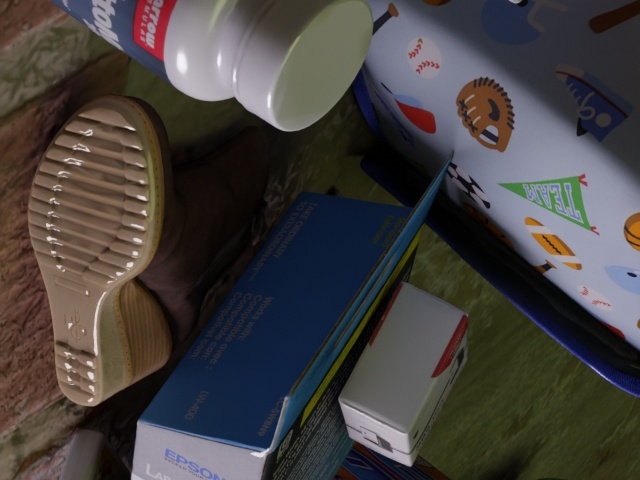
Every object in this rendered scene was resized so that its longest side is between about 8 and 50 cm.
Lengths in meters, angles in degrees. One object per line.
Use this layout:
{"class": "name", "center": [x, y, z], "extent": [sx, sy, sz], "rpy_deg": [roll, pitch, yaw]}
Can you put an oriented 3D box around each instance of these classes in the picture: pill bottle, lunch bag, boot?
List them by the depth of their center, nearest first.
{"class": "pill bottle", "center": [-0.065, -0.138, 1.045], "extent": [0.108, 0.180, 0.108], "rpy_deg": [-41, 152, -28]}
{"class": "boot", "center": [-0.100, -0.030, 1.277], "extent": [0.207, 0.090, 0.248], "rpy_deg": [-47, 156, -45]}
{"class": "lunch bag", "center": [0.197, -0.066, 1.437], "extent": [0.239, 0.328, 0.385], "rpy_deg": [-45, 156, -10]}

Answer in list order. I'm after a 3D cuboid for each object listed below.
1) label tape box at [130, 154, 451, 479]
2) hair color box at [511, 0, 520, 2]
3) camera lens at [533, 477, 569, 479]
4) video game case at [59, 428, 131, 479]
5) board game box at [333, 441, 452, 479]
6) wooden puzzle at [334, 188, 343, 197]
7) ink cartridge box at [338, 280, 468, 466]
{"class": "label tape box", "center": [-0.031, 0.095, 1.402], "extent": [0.240, 0.106, 0.333], "rpy_deg": [-55, 167, -36]}
{"class": "hair color box", "center": [0.089, -0.321, 1.100], "extent": [0.105, 0.174, 0.347], "rpy_deg": [-42, 153, -30]}
{"class": "camera lens", "center": [0.230, 0.405, 2.235], "extent": [0.274, 0.219, 0.219], "rpy_deg": [-18, 137, -53]}
{"class": "video game case", "center": [-0.172, 0.279, 1.462], "extent": [0.227, 0.026, 0.206], "rpy_deg": [69, 33, -58]}
{"class": "board game box", "center": [0.035, 0.400, 1.704], "extent": [0.356, 0.356, 0.356], "rpy_deg": [-57, 155, 5]}
{"class": "wooden puzzle", "center": [0.000, 0.000, 1.548], "extent": [0.078, 0.014, 0.116], "rpy_deg": [-52, 156, -16]}
{"class": "ink cartridge box", "center": [0.062, 0.098, 1.409], "extent": [0.099, 0.056, 0.135], "rpy_deg": [-62, 169, -12]}
